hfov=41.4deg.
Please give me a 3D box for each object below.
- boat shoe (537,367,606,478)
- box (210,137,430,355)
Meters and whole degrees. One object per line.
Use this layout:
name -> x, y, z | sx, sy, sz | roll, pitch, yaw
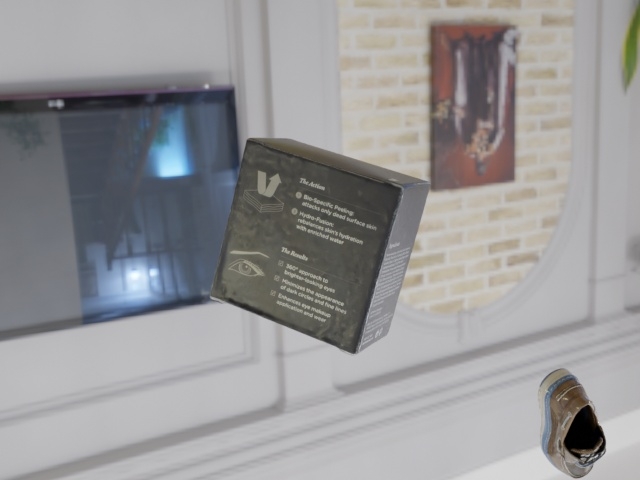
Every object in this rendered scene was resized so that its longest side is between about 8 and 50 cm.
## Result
boat shoe -> 0.306, 0.238, 1.022 | 0.066, 0.183, 0.066 | -30, -143, -6
box -> 0.000, 0.000, 0.784 | 0.156, 0.158, 0.093 | 20, -166, 21
